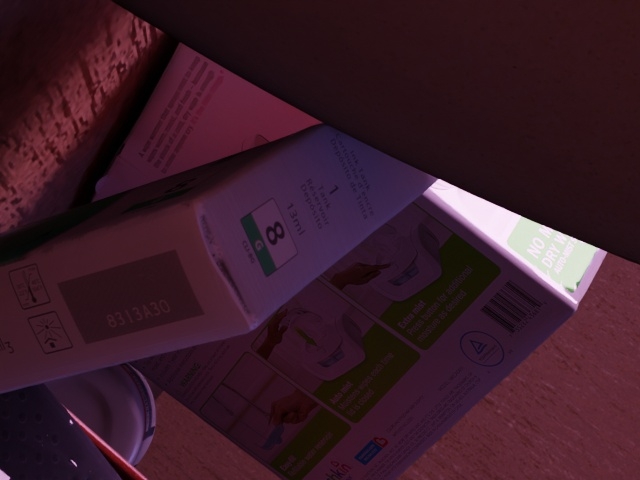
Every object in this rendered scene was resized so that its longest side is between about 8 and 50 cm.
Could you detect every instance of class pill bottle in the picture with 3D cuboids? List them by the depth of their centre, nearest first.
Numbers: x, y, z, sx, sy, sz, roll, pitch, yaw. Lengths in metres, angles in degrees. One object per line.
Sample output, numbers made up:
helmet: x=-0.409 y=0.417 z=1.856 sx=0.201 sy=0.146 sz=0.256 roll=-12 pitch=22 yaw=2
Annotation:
pill bottle: x=-0.175 y=0.130 z=1.133 sx=0.108 sy=0.108 sz=0.180 roll=-51 pitch=179 yaw=-5

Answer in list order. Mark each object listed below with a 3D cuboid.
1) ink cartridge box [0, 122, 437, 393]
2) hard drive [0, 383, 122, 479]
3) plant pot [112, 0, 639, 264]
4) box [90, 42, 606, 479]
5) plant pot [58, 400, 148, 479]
ink cartridge box: x=-0.047 y=-0.012 z=0.631 sx=0.181 sy=0.056 sz=0.224 roll=-16 pitch=-166 yaw=35
hard drive: x=-0.138 y=0.161 z=0.637 sx=0.054 sy=0.255 sz=0.172 roll=-18 pitch=-157 yaw=42
plant pot: x=0.100 y=-0.107 z=0.523 sx=0.256 sy=0.274 sz=0.256 roll=-52 pitch=179 yaw=-2
box: x=0.000 y=0.000 z=0.851 sx=0.127 sy=0.231 sz=0.262 roll=-53 pitch=180 yaw=-42
plant pot: x=-0.190 y=0.234 z=0.805 sx=0.267 sy=0.267 sz=0.236 roll=-51 pitch=-169 yaw=-19
